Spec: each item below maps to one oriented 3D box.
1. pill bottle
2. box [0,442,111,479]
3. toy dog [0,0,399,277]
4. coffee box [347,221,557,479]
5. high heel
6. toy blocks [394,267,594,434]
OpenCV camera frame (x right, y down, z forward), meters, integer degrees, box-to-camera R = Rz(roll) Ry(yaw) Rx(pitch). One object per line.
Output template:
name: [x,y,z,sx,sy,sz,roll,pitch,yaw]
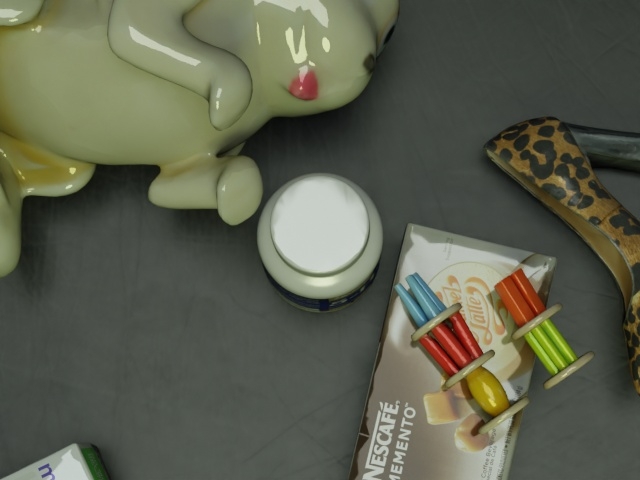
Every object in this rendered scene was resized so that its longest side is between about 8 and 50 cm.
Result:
pill bottle: [0.000,0.000,1.602,0.112,0.187,0.112,0,82,1]
box: [-0.252,0.343,1.588,0.231,0.127,0.262,-25,82,-1]
toy dog: [-0.130,-0.181,1.612,0.407,0.285,0.395,-11,39,-1]
coffee box: [0.115,0.123,1.627,0.141,0.098,0.247,14,82,2]
high heel: [0.234,0.015,1.642,0.186,0.093,0.261,6,69,-2]
toy blocks: [0.145,0.073,1.557,0.123,0.054,0.148,-35,84,-6]
